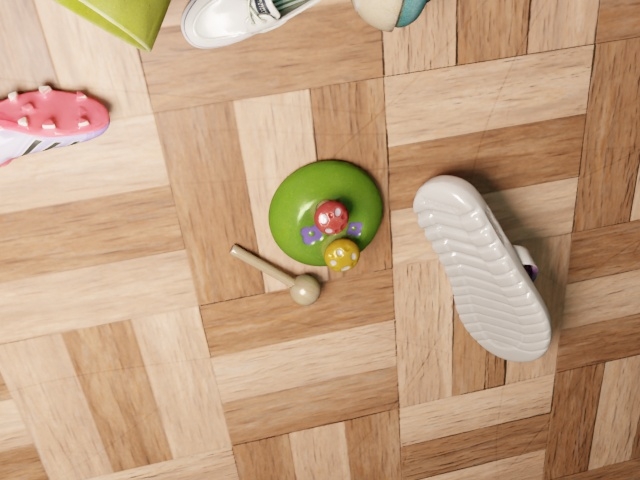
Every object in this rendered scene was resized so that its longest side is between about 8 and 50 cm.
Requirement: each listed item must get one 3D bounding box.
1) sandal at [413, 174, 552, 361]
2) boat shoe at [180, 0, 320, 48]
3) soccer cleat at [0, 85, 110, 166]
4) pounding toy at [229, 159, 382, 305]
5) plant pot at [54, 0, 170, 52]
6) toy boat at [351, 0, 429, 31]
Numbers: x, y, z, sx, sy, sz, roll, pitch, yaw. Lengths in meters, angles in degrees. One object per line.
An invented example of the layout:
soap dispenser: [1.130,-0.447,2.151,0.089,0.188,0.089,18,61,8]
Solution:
sandal: [0.296,0.048,1.092,0.102,0.169,0.416,-51,127,-30]
boat shoe: [-0.074,-0.309,0.820,0.226,0.076,0.083,-28,121,3]
soccer cleat: [-0.401,-0.138,0.850,0.248,0.083,0.095,-10,150,-13]
pounding toy: [0.000,0.000,0.994,0.183,0.110,0.237,35,106,-27]
plant pot: [-0.225,-0.393,0.654,0.275,0.275,0.293,29,93,-26]
toy boat: [0.115,-0.411,0.731,0.148,0.267,0.318,6,89,1]
